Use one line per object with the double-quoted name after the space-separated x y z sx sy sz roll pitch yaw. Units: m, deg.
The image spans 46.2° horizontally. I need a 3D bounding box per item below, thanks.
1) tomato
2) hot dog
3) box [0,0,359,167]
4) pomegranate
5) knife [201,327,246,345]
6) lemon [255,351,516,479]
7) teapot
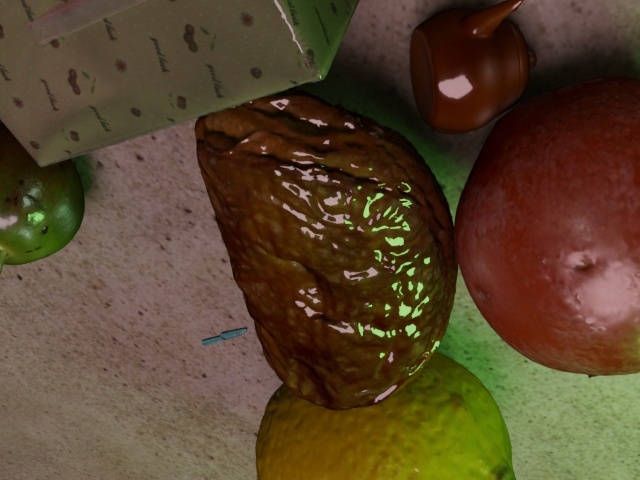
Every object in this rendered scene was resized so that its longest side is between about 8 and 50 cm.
0.243 -0.018 0.660 0.265 0.265 0.265 9 134 9 "tomato"
0.000 0.000 0.771 0.267 0.174 0.387 22 140 35 "hot dog"
-0.136 -0.220 0.616 0.297 0.225 0.190 -10 128 27 "box"
-0.380 -0.032 0.884 0.180 0.210 0.180 13 150 8 "pomegranate"
-0.144 0.143 1.115 0.091 0.005 0.014 -19 126 31 "knife"
0.080 0.285 0.975 0.336 0.336 0.336 9 134 9 "lemon"
0.143 -0.154 0.683 0.116 0.116 0.173 12 150 7 "teapot"
